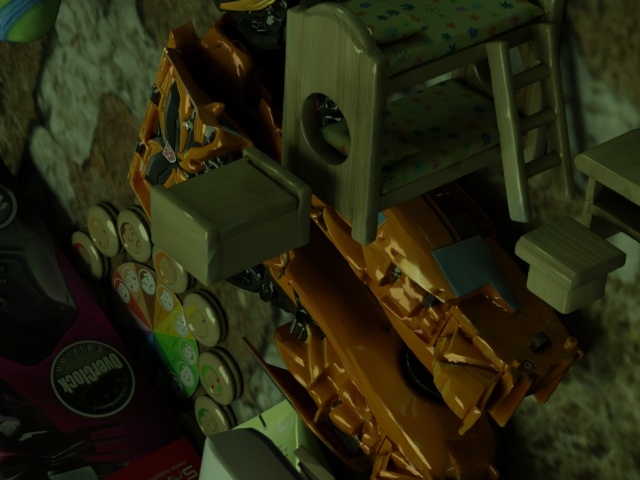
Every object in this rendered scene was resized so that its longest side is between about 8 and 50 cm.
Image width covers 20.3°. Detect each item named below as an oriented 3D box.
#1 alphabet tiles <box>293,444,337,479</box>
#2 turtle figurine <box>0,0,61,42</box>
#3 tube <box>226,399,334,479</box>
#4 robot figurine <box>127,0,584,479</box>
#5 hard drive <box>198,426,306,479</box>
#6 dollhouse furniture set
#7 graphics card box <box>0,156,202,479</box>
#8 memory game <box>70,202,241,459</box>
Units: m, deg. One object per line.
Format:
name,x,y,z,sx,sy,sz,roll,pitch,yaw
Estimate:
alphabet tiles,0.072,0.200,0.915,0.198,0.009,0.237,53,171,-34
turtle figurine,-0.283,-0.204,1.076,0.275,0.198,0.266,-32,83,53
tube,0.011,0.212,1.063,0.070,0.062,0.240,-26,81,13
robot figurine,0.000,0.000,0.911,0.291,0.085,0.211,49,143,23
hard drive,-0.024,0.293,0.993,0.210,0.040,0.318,44,133,45
dollhouse furniture set,0.050,-0.034,0.732,0.161,0.182,0.101,36,136,38
graphics card box,-0.216,0.144,1.145,0.371,0.233,0.094,54,149,18
memory game,-0.112,0.062,1.171,0.186,0.012,0.186,33,135,40
